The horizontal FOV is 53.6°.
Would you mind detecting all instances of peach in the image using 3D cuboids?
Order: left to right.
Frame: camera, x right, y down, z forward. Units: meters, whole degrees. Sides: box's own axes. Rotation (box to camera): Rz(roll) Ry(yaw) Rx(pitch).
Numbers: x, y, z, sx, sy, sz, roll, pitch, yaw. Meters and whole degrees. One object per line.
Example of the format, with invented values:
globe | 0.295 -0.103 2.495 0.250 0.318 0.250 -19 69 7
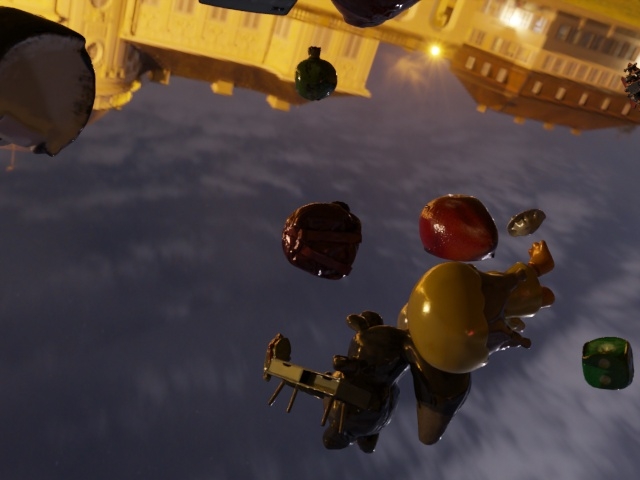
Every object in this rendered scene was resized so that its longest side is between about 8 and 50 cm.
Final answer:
peach | 0.334 -0.032 1.594 0.153 0.159 0.267 -14 -163 -5

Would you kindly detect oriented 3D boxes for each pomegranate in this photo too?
pomegranate | -0.012 -0.530 2.031 0.143 0.169 0.122 1 -153 -18

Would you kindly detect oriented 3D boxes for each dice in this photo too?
dice | 0.852 0.364 1.876 0.130 0.120 0.128 -8 -169 32

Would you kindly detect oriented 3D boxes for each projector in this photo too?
projector | -0.112 -0.410 0.951 0.147 0.061 0.115 -3 -103 -30

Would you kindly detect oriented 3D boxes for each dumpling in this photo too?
dumpling | 0.440 -0.041 1.368 0.057 0.076 0.052 49 -118 -15

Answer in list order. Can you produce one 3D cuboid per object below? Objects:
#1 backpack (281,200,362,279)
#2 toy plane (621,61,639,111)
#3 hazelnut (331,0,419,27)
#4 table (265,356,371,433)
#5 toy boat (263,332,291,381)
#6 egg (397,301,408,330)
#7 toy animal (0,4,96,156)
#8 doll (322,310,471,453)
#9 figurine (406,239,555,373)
backpack | -0.001 -0.001 1.714 0.229 0.229 0.139 9 -161 -21
toy plane | 0.763 -0.369 1.487 0.061 0.130 0.189 -19 178 6
hazelnut | 0.077 -0.478 1.000 0.240 0.261 0.261 -5 -148 -15
table | -0.020 0.368 1.495 0.240 0.111 0.121 5 157 46
toy boat | -0.138 0.365 2.033 0.089 0.071 0.185 35 -138 -17
egg | 0.358 0.265 2.162 0.164 0.201 0.164 53 -166 -19
toy animal | -0.548 -0.270 1.054 0.309 0.251 0.251 18 -157 26
doll | 0.162 0.401 1.629 0.252 0.383 0.378 11 -176 -38
figurine | 0.325 0.122 1.248 0.343 0.215 0.187 -21 -171 -26
